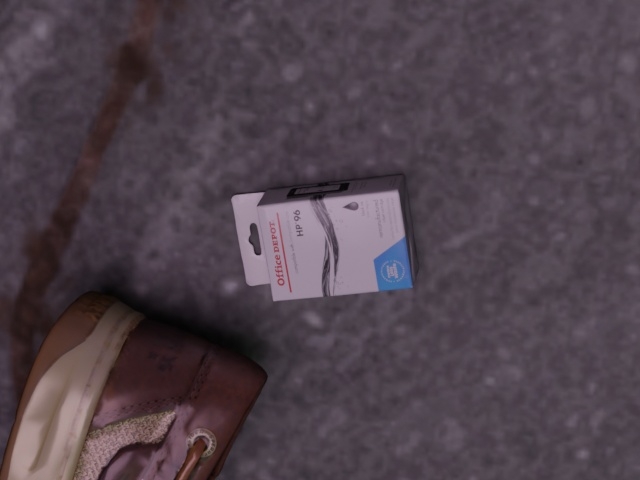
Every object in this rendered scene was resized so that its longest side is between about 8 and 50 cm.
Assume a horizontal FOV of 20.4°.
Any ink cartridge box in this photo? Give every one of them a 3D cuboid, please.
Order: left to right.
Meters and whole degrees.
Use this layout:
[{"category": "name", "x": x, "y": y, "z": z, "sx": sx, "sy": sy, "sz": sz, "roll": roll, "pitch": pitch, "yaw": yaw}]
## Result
[{"category": "ink cartridge box", "x": 0.000, "y": 0.000, "z": 0.820, "sx": 0.083, "sy": 0.028, "sz": 0.048, "roll": -6, "pitch": 107, "yaw": 11}]

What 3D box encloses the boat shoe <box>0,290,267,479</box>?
[{"category": "boat shoe", "x": -0.104, "y": 0.198, "z": 0.858, "sx": 0.123, "sy": 0.123, "sz": 0.342, "roll": 17, "pitch": 104, "yaw": 4}]
